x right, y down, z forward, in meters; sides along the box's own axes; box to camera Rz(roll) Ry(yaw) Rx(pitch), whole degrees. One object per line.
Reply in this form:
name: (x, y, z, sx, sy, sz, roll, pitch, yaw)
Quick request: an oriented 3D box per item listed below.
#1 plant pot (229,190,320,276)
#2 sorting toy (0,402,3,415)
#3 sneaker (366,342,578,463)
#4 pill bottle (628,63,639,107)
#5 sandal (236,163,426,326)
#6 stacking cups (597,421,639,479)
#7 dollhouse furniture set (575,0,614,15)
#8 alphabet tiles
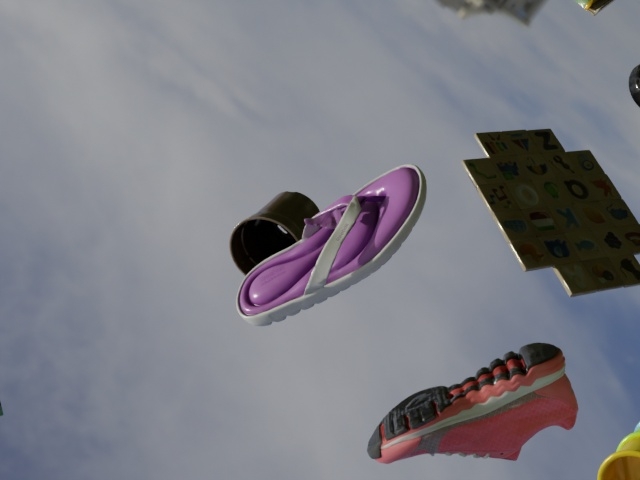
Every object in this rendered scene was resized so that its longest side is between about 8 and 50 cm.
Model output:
plant pot: (-0.082, -0.012, 2.131, 0.167, 0.167, 0.165, 37, -144, -1)
sorting toy: (-0.557, 0.167, 1.671, 0.047, 0.347, 0.196, -14, -123, -20)
sneaker: (0.218, 0.267, 1.440, 0.136, 0.314, 0.116, 62, -168, -8)
pill bottle: (0.596, -0.280, 1.621, 0.123, 0.219, 0.123, 6, -105, -21)
sandal: (0.004, 0.010, 1.733, 0.102, 0.416, 0.169, 35, -156, -41)
stacking cups: (0.445, 0.247, 1.310, 0.096, 0.096, 0.316, 43, -148, 13)
dollhouse furniture set: (0.427, -0.399, 1.488, 0.152, 0.058, 0.076, -36, -115, -19)
alphabet tiles: (0.400, -0.056, 1.705, 0.285, 0.011, 0.342, -7, -124, -29)
